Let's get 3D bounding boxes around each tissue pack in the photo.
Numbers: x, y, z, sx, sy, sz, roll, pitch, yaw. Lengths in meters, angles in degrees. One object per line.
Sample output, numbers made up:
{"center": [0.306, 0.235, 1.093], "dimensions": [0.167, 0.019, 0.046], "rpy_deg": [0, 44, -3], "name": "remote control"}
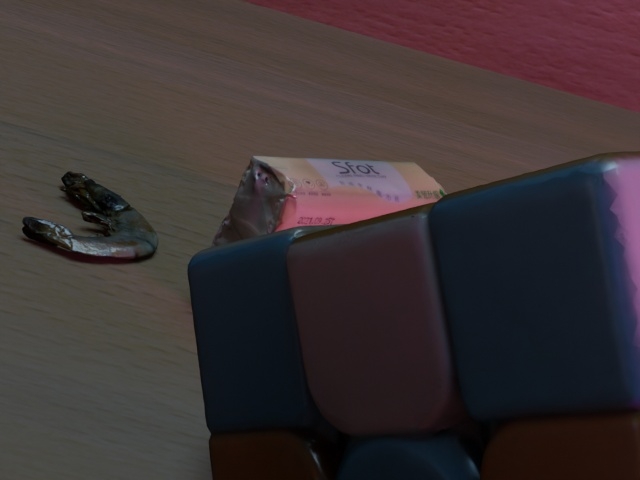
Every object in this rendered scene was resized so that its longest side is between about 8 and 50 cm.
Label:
{"center": [0.000, 0.000, 1.360], "dimensions": [0.222, 0.186, 0.090], "rpy_deg": [-1, 40, -36], "name": "tissue pack"}

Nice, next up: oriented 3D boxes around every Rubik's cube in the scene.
{"center": [0.166, 0.140, 0.777], "dimensions": [0.347, 0.346, 0.344], "rpy_deg": [-6, -4, -39], "name": "Rubik's cube"}

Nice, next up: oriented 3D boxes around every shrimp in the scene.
{"center": [-0.273, -0.030, 1.449], "dimensions": [0.148, 0.035, 0.195], "rpy_deg": [-9, 34, -41], "name": "shrimp"}
